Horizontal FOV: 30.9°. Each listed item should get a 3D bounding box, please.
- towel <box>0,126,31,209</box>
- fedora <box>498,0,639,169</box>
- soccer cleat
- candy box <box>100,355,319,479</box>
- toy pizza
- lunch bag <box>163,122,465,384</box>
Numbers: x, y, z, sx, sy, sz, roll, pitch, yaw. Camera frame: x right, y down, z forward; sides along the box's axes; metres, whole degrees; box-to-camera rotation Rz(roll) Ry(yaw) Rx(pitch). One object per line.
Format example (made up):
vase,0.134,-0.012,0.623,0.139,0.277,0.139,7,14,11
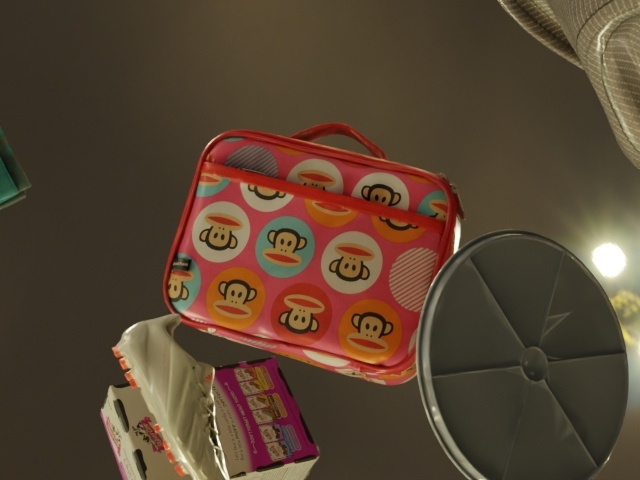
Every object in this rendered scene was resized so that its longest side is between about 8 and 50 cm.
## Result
towel,-0.374,-0.140,0.745,0.271,0.040,0.370,-30,-69,-31
fedora,0.193,-0.103,0.522,0.275,0.243,0.124,28,-124,-29
soccer cleat,-0.123,0.154,1.076,0.076,0.068,0.196,-28,-112,-10
candy box,-0.140,0.245,1.459,0.233,0.071,0.159,-6,-127,-30
toy pizza,0.147,0.092,0.853,0.201,0.032,0.201,7,-104,-31
lunch bag,0.000,0.000,1.231,0.293,0.120,0.258,14,-101,12
